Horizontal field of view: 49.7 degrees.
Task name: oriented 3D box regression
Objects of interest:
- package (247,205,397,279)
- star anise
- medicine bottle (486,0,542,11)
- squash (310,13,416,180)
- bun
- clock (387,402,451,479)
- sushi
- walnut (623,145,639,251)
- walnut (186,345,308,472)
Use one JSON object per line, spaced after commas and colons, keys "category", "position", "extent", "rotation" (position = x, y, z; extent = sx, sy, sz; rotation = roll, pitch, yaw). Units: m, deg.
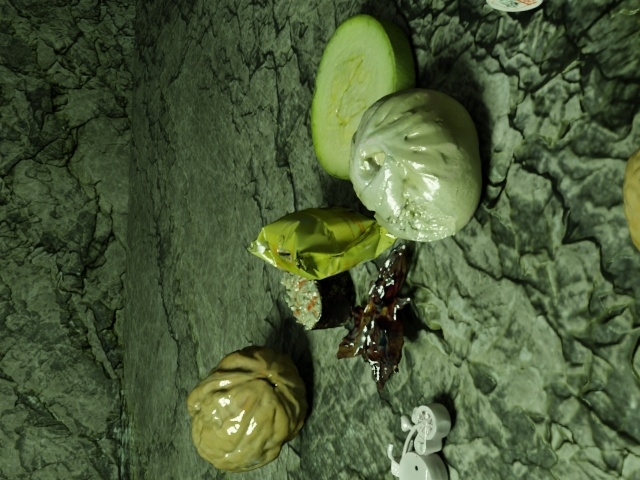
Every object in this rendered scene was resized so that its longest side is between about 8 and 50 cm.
{"category": "package", "position": [0.000, 0.000, 1.010], "extent": [0.226, 0.168, 0.090], "rotation": [20, 126, 64]}
{"category": "star anise", "position": [0.082, 0.124, 0.930], "extent": [0.212, 0.054, 0.157], "rotation": [-54, 39, 42]}
{"category": "medicine bottle", "position": [0.214, -0.361, 0.734], "extent": [0.115, 0.078, 0.219], "rotation": [1, 86, 61]}
{"category": "squash", "position": [0.057, -0.210, 1.045], "extent": [0.252, 0.049, 0.252], "rotation": [-16, 71, 61]}
{"category": "bun", "position": [0.105, -0.088, 0.846], "extent": [0.178, 0.128, 0.193], "rotation": [-47, 47, 48]}
{"category": "clock", "position": [0.123, 0.255, 0.841], "extent": [0.087, 0.041, 0.129], "rotation": [26, 113, 58]}
{"category": "sushi", "position": [-0.008, 0.079, 1.087], "extent": [0.150, 0.078, 0.090], "rotation": [60, 137, 47]}
{"category": "walnut", "position": [0.287, -0.026, 0.448], "extent": [0.184, 0.155, 0.155], "rotation": [-130, 50, -64]}
{"category": "walnut", "position": [-0.124, 0.284, 1.159], "extent": [0.245, 0.198, 0.198], "rotation": [-48, 44, 44]}
